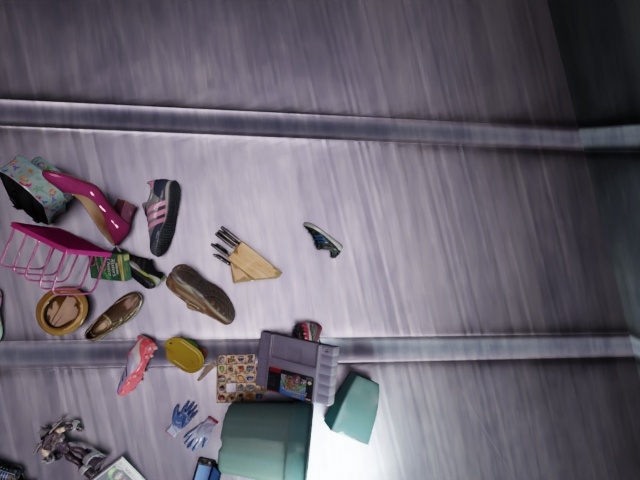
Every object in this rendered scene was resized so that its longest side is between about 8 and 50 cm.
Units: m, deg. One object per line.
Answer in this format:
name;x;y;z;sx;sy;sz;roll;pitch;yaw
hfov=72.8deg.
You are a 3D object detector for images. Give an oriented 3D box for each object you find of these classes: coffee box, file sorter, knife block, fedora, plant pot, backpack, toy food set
coffee box;-0.828;0.098;1.705;0.184;0.040;0.113;4;102;22
file sorter;-0.986;0.072;1.615;0.291;0.202;0.182;21;91;19
knife block;-0.307;0.052;1.798;0.276;0.088;0.241;-6;89;-7
fedora;-1.007;0.276;1.709;0.195;0.079;0.194;1;82;-10
plant pot;0.142;0.679;1.797;0.166;0.165;0.234;23;78;-6
backpack;-1.071;-0.201;1.636;0.225;0.253;0.191;38;64;-3
toy food set;-0.529;0.465;1.772;0.218;0.071;0.128;38;108;-2
plant pot;-0.202;0.772;1.679;0.335;0.341;0.340;6;87;1

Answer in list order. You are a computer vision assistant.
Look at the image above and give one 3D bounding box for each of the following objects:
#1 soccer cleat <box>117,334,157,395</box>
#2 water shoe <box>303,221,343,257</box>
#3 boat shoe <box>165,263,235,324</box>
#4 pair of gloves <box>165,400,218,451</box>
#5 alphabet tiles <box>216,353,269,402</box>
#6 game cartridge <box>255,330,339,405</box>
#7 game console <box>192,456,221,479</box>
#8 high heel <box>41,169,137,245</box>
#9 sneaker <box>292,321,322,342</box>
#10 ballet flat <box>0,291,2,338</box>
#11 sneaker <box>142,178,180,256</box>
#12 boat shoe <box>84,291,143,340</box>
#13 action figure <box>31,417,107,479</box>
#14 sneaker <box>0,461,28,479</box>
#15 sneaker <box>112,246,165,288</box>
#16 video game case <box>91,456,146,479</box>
soccer cleat;-0.748;0.500;1.742;0.095;0.083;0.247;29;89;24
water shoe;0.000;0.000;1.846;0.203;0.073;0.080;36;86;-4
boat shoe;-0.488;0.232;1.769;0.116;0.123;0.324;-39;103;26
pair of gloves;-0.531;0.757;1.777;0.198;0.023;0.159;40;82;-5
alphabet tiles;-0.314;0.576;1.817;0.238;0.009;0.198;0;87;-7
game cartridge;-0.100;0.500;1.712;0.355;0.068;0.229;4;82;32
game console;-0.460;0.958;1.752;0.108;0.071;0.122;16;85;-6
high heel;-0.873;-0.117;1.625;0.377;0.127;0.181;33;73;-48
sneaker;-0.046;0.488;1.804;0.112;0.121;0.298;1;95;-35
ballet flat;-1.280;0.294;1.675;0.077;0.079;0.221;1;88;-8
sneaker;-0.665;-0.095;1.766;0.131;0.112;0.318;9;84;10
boat shoe;-0.819;0.307;1.722;0.257;0.095;0.095;-45;93;-7
action figure;-0.979;0.810;1.687;0.285;0.099;0.185;36;91;0
sneaker;-1.210;0.888;1.664;0.090;0.081;0.232;-42;100;-9
sneaker;-0.734;0.102;1.765;0.235;0.084;0.097;42;50;0
video game case;-0.810;0.977;1.717;0.190;0.022;0.173;-37;104;-7
